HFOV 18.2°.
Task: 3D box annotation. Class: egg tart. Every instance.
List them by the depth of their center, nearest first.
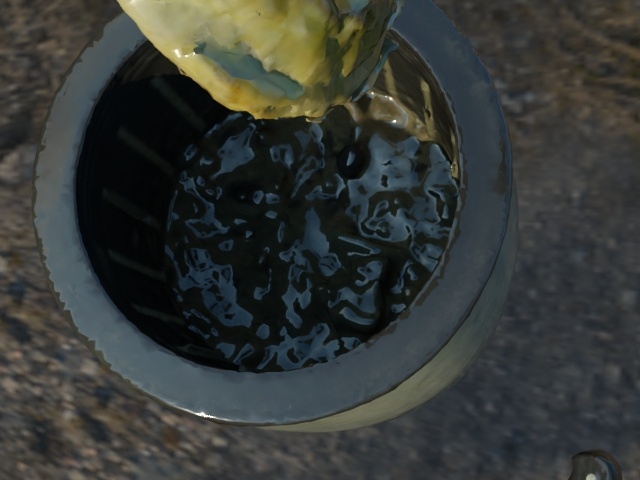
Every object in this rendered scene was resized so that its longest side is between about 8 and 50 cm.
[{"bbox_3d":[-0.023,-0.165,0.802,0.252,0.098,0.232,-17,84,-59],"label":"egg tart"}]

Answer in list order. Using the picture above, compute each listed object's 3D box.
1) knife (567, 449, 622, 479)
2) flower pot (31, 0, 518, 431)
[{"bbox_3d":[0.069,0.192,1.037,0.019,0.072,0.245,6,123,-53],"label":"knife"},{"bbox_3d":[0.000,0.000,1.330,0.293,0.330,0.294,-3,76,12],"label":"flower pot"}]
